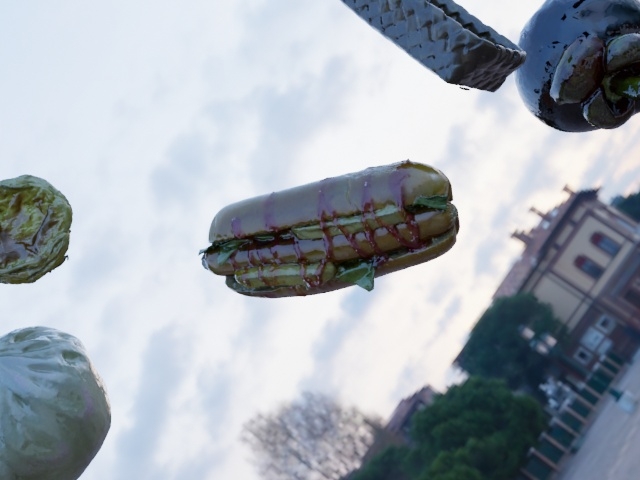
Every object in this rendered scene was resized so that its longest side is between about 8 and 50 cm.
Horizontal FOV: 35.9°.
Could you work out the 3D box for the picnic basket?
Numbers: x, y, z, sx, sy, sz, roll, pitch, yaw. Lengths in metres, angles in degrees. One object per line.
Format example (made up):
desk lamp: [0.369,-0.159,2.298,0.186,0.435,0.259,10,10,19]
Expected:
picnic basket: [0.089,-0.199,0.887,0.110,0.193,0.055,-4,-51,-55]

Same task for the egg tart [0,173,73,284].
egg tart: [-0.339,-0.009,1.115,0.130,0.130,0.052,-49,-4,-17]

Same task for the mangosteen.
mangosteen: [0.382,-0.238,1.360,0.211,0.250,0.211,-9,-57,-14]

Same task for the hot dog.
hot dog: [0.000,0.000,0.865,0.076,0.250,0.104,-60,-46,-59]

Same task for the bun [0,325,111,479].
bun: [-0.317,0.173,0.999,0.193,0.178,0.128,-24,-40,-2]
